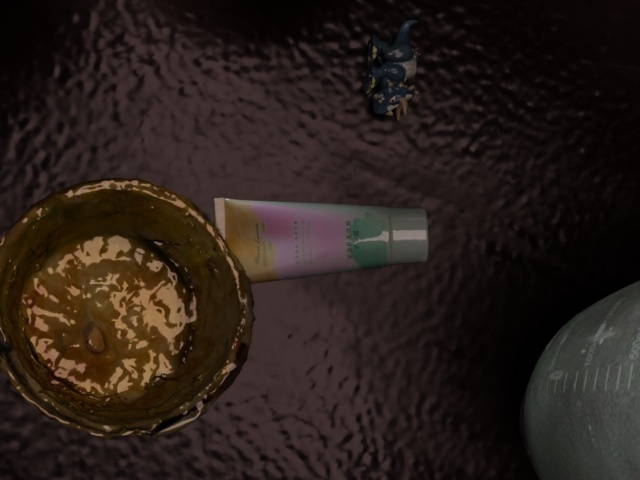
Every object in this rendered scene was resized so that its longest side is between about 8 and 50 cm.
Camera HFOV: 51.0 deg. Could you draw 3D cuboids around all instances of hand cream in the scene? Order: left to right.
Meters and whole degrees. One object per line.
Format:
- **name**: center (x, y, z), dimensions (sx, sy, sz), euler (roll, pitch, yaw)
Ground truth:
- **hand cream**: center (0.000, 0.000, 0.556), dimensions (0.174, 0.047, 0.076), euler (-2, 92, 2)

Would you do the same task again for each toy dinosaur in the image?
- **toy dinosaur**: center (0.063, -0.145, 0.569), dimensions (0.047, 0.030, 0.083), euler (4, 89, -8)

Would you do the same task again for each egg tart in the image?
- **egg tart**: center (-0.156, 0.054, 0.510), dimensions (0.213, 0.090, 0.212), euler (0, 93, -4)

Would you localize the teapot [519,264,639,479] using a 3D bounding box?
- **teapot**: center (0.276, 0.093, 0.457), dimensions (0.233, 0.312, 0.314), euler (33, 74, -4)
